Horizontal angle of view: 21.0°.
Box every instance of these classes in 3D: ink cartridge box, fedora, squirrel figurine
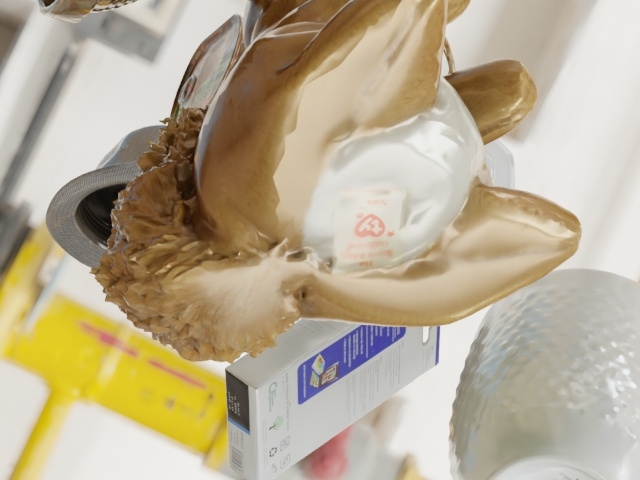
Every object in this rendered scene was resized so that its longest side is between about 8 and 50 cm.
[{"bbox_3d":[0.021,0.158,2.162,0.333,0.065,0.165,-29,134,-35],"label":"ink cartridge box"},{"bbox_3d":[-0.224,-0.067,2.317,0.275,0.244,0.124,-16,-129,27],"label":"fedora"},{"bbox_3d":[-0.029,-0.089,1.407,0.397,0.281,0.370,-36,-147,10],"label":"squirrel figurine"}]

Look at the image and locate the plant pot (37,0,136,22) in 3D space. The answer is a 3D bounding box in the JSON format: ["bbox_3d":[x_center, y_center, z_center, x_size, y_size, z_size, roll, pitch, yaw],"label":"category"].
[{"bbox_3d":[-0.157,-0.293,1.480,0.237,0.110,0.237,-167,-90,-68],"label":"plant pot"}]

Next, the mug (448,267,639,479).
[{"bbox_3d":[0.311,0.259,1.952,0.276,0.374,0.328,-35,-168,26],"label":"mug"}]

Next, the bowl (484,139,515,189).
[{"bbox_3d":[0.130,-0.060,1.586,0.053,0.142,0.142,-30,-144,34],"label":"bowl"}]

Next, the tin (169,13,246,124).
[{"bbox_3d":[-0.104,-0.161,1.736,0.190,0.040,0.106,-22,-135,66],"label":"tin"}]
